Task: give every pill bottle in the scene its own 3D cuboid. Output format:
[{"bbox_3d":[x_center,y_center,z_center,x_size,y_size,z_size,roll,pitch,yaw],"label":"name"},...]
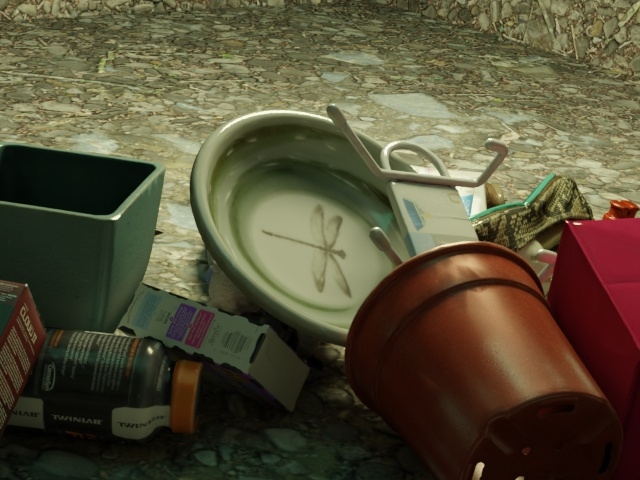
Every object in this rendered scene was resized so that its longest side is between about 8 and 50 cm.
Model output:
[{"bbox_3d":[-0.265,0.175,1.498,0.246,0.130,0.130,6,21,2],"label":"pill bottle"}]

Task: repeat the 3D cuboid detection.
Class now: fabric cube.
[{"bbox_3d":[0.435,0.138,1.516,0.258,0.254,0.259,-2,38,-11],"label":"fabric cube"}]

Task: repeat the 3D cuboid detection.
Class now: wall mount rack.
[{"bbox_3d":[0.142,-0.041,1.635,0.304,0.130,0.350,5,49,-29],"label":"wall mount rack"}]

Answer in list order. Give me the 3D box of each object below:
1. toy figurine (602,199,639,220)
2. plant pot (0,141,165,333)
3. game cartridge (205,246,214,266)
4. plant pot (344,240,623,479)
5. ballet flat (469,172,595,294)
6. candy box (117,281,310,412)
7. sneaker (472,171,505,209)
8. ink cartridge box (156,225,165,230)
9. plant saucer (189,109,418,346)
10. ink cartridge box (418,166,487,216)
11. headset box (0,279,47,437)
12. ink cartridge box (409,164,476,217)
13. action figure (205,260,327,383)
[{"bbox_3d":[0.541,0.042,2.064,0.210,0.148,0.213,16,20,11],"label":"toy figurine"},{"bbox_3d":[-0.363,0.032,1.676,0.247,0.252,0.248,9,21,6],"label":"plant pot"},{"bbox_3d":[-0.091,0.004,2.075,0.198,0.062,0.297,0,15,-2],"label":"game cartridge"},{"bbox_3d":[0.199,0.183,1.457,0.272,0.272,0.265,-2,31,-21],"label":"plant pot"},{"bbox_3d":[0.348,0.010,2.088,0.182,0.164,0.483,48,35,13],"label":"ballet flat"},{"bbox_3d":[-0.134,0.138,1.596,0.196,0.070,0.165,16,-18,25],"label":"candy box"},{"bbox_3d":[0.306,-0.084,2.453,0.071,0.066,0.188,-15,19,-6],"label":"sneaker"},{"bbox_3d":[-0.494,-0.024,2.081,0.308,0.091,0.385,16,6,27],"label":"ink cartridge box"},{"bbox_3d":[0.000,0.000,1.678,0.400,0.100,0.400,18,43,-18],"label":"plant saucer"},{"bbox_3d":[0.149,-0.027,2.237,0.296,0.066,0.261,5,46,-2],"label":"ink cartridge box"},{"bbox_3d":[-0.449,0.149,1.363,0.218,0.110,0.293,10,53,11],"label":"headset box"},{"bbox_3d":[0.174,-0.073,2.195,0.181,0.061,0.104,10,46,4],"label":"ink cartridge box"},{"bbox_3d":[-0.030,0.062,1.808,0.330,0.178,0.341,2,22,-38],"label":"action figure"}]
